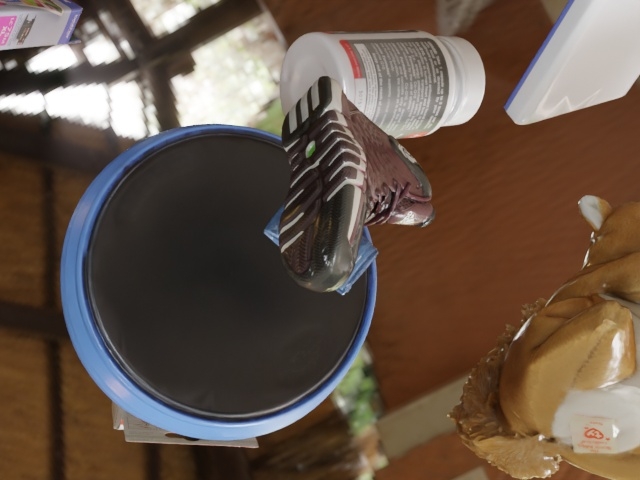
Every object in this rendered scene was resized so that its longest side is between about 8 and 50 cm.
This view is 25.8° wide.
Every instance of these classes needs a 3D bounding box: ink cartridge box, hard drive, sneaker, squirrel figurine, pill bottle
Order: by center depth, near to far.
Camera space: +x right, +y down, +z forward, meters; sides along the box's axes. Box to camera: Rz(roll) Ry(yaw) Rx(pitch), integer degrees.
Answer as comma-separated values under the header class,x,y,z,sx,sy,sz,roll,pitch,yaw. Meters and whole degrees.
class,x,y,z,sx,sy,sz,roll,pitch,yaw
sneaker,0.051,-0.035,1.341,0.162,0.106,0.281,32,-145,-26
ink cartridge box,-0.417,-0.300,1.705,0.186,0.065,0.311,29,-167,7
hard drive,0.375,-0.281,1.724,0.040,0.210,0.318,56,143,23
squirrel figurine,0.346,0.115,1.793,0.281,0.397,0.370,39,-137,-18
ink cartridge box,-0.197,0.263,1.991,0.232,0.189,0.066,-117,33,-67
pill bottle,0.096,-0.228,2.054,0.283,0.161,0.161,-7,-116,-37

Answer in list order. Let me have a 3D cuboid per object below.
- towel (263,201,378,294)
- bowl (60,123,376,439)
class,x,y,z,sx,sy,sz,roll,pitch,yaw
towel,0.000,0.000,1.532,0.119,0.067,0.029,38,178,14
bowl,-0.115,0.044,1.684,0.391,0.391,0.077,62,160,0
